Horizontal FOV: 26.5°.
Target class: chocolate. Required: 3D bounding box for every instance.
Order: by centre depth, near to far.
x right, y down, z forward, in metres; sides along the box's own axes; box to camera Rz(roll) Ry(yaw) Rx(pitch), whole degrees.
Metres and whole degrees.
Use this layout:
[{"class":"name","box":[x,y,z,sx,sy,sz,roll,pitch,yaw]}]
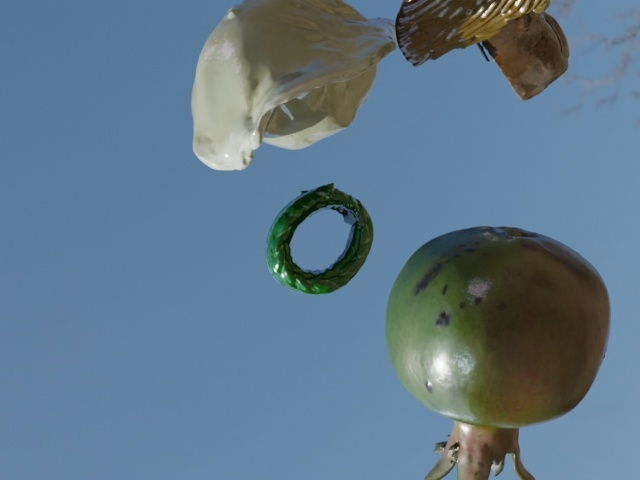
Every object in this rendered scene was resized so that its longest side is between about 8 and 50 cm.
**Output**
[{"class":"chocolate","box":[0.231,-0.285,1.685,0.093,0.148,0.214,-29,-50,19]}]

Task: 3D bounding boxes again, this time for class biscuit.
[{"class":"biscuit","box":[0.179,-0.268,1.539,0.176,0.031,0.228,5,-35,-25]}]

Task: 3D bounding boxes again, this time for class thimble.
[{"class":"thimble","box":[0.000,0.000,1.549,0.090,0.118,0.130,166,122,-86]}]

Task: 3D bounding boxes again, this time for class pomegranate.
[{"class":"pomegranate","box":[0.138,0.099,1.076,0.181,0.181,0.224,-16,-67,-49]}]

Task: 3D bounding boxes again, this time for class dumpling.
[{"class":"dumpling","box":[-0.018,-0.216,1.611,0.318,0.243,0.187,-41,-73,-27]}]
